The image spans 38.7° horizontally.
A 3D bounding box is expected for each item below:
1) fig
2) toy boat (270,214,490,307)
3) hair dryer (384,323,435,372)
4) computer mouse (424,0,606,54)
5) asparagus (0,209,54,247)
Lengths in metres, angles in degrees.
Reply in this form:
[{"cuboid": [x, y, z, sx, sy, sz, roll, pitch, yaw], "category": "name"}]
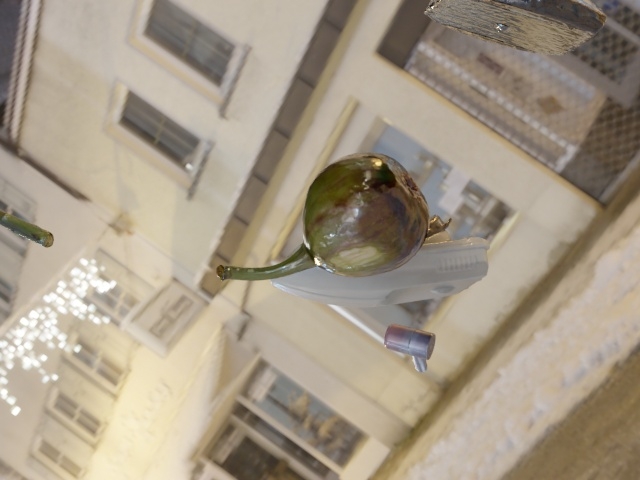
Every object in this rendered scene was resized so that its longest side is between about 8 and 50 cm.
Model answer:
[{"cuboid": [0.000, 0.000, 1.016, 0.245, 0.149, 0.149, -30, 1, 15], "category": "fig"}, {"cuboid": [0.072, 0.018, 1.154, 0.141, 0.269, 0.141, -172, 90, -76], "category": "toy boat"}, {"cuboid": [0.129, 0.157, 1.261, 0.114, 0.063, 0.037, 67, -139, -55], "category": "hair dryer"}, {"cuboid": [0.209, -0.266, 0.984, 0.295, 0.168, 0.087, -87, 14, -82], "category": "computer mouse"}, {"cuboid": [-0.256, -0.022, 0.710, 0.014, 0.114, 0.015, -56, -17, -38], "category": "asparagus"}]
